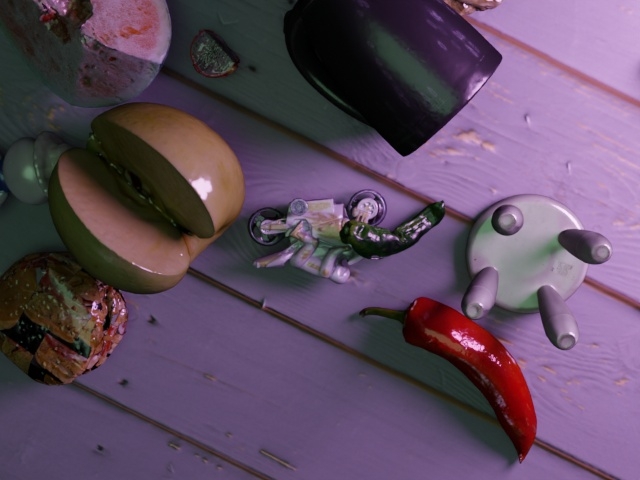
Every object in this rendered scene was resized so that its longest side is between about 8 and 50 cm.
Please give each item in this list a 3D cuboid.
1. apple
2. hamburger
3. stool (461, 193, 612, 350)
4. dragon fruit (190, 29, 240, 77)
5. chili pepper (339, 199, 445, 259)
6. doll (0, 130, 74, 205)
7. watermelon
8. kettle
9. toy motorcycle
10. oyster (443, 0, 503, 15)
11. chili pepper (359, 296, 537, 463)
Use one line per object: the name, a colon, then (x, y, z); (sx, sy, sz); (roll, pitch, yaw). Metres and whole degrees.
apple: (-0.263, -0.067, 1.620); (0.254, 0.292, 0.292); (43, 103, 2)
hamburger: (-0.438, 0.124, 1.776); (0.231, 0.107, 0.230); (3, 102, 13)
stool: (0.320, 0.043, 1.625); (0.195, 0.198, 0.195); (18, 105, 1)
dragon fruit: (-0.168, -0.284, 1.678); (0.083, 0.056, 0.060); (45, 101, 0)
chili pepper: (0.117, -0.012, 1.679); (0.182, 0.050, 0.073); (-16, 110, -25)
doll: (-0.512, -0.105, 1.732); (0.293, 0.119, 0.138); (-9, 85, 13)
watermelon: (-0.364, -0.344, 1.656); (0.322, 0.188, 0.175); (44, 58, 2)
kettle: (0.076, -0.278, 1.585); (0.290, 0.207, 0.268); (42, 141, -7)
toy motorcycle: (0.000, 0.000, 1.714); (0.229, 0.074, 0.151); (-11, 96, -1)
oyster: (0.186, -0.419, 1.600); (0.214, 0.083, 0.223); (45, 110, -2)
chili pepper: (0.236, 0.205, 1.728); (0.368, 0.092, 0.137); (44, 114, -2)
